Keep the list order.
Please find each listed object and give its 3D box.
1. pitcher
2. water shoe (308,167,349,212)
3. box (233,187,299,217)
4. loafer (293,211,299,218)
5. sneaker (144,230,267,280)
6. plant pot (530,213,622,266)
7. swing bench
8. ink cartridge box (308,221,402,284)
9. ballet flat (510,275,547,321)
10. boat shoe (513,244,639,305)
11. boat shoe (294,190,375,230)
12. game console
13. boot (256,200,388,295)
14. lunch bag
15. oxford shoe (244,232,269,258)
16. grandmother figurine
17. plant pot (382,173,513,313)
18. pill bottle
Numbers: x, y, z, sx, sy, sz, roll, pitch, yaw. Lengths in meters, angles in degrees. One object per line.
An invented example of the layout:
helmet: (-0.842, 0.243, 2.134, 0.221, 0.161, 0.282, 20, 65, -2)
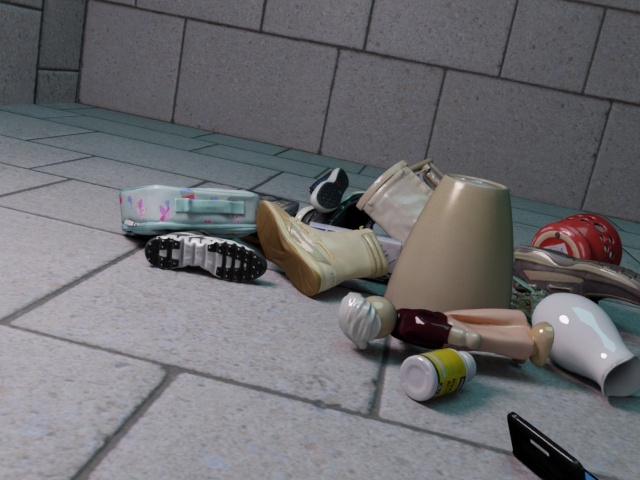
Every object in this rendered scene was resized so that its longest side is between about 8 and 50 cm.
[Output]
pitcher: (0.479, 0.188, 1.197, 0.177, 0.126, 0.207, 27, 14, -33)
water shoe: (0.009, -0.113, 1.702, 0.080, 0.073, 0.203, -22, 14, 30)
box: (-0.178, -0.083, 1.843, 0.182, 0.056, 0.231, 16, 15, 12)
loafer: (-0.041, -0.047, 1.825, 0.050, 0.056, 0.148, 7, 4, -14)
sneaker: (-0.217, 0.021, 1.351, 0.234, 0.078, 0.106, 9, 16, -2)
plant pot: (0.658, 0.033, 1.793, 0.174, 0.191, 0.191, -13, 26, -40)
swing bench: (0.270, -0.067, 1.731, 0.253, 0.165, 0.254, 46, 24, 16)
ink cartridge box: (0.068, 0.029, 1.510, 0.206, 0.097, 0.046, 12, 14, 1)
ballet flat: (0.390, 0.106, 1.500, 0.240, 0.077, 0.091, 22, 10, 38)
boat shoe: (0.589, 0.105, 1.562, 0.132, 0.130, 0.355, 6, 9, -35)
boat shoe: (0.080, -0.049, 1.771, 0.113, 0.127, 0.340, 23, 19, 35)
game console: (0.295, 0.261, 0.828, 0.071, 0.107, 0.122, -25, 27, -18)
boot: (0.000, 0.000, 1.426, 0.203, 0.095, 0.262, -11, 41, -33)
lunch bag: (-0.281, -0.059, 1.474, 0.279, 0.108, 0.224, 0, 3, -38)
oxford shoe: (-0.117, -0.035, 1.602, 0.096, 0.099, 0.271, 2, 18, -32)
grandmother figurine: (0.192, 0.144, 1.135, 0.342, 0.104, 0.208, 10, -16, -13)
plant pot: (0.277, 0.015, 1.361, 0.256, 0.274, 0.256, 11, 14, -3)
pill bottle: (0.176, 0.193, 1.006, 0.116, 0.065, 0.065, -3, 20, -43)
